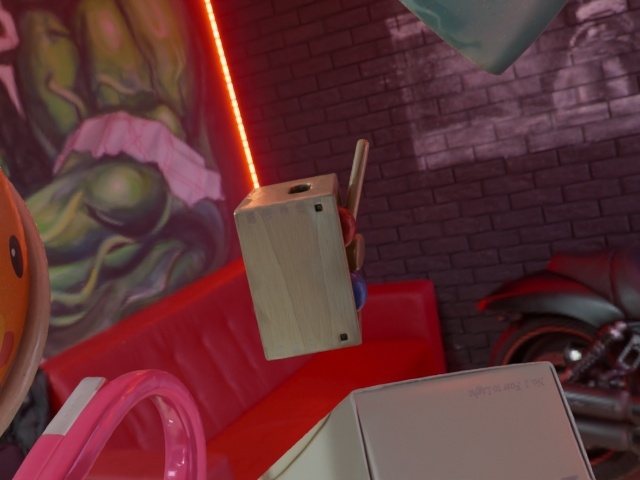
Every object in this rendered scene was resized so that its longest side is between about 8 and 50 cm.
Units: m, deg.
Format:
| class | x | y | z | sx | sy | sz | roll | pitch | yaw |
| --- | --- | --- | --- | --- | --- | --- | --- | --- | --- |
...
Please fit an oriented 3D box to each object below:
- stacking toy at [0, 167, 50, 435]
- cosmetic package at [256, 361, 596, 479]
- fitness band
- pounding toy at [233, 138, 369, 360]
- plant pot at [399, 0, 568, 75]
| class | x | y | z | sx | sy | sz | roll | pitch | yaw |
| --- | --- | --- | --- | --- | --- | --- | --- | --- | --- |
| stacking toy | -0.268 | -0.076 | 0.311 | 0.350 | 0.351 | 0.480 | -22 | -21 | -37 |
| cosmetic package | 0.059 | 0.205 | 0.618 | 0.160 | 0.113 | 0.309 | -4 | -27 | -21 |
| fitness band | -0.185 | 0.248 | 0.700 | 0.054 | 0.209 | 0.291 | -6 | 33 | 23 |
| pounding toy | 0.000 | 0.000 | 0.602 | 0.100 | 0.130 | 0.141 | -10 | 12 | 5 |
| plant pot | 0.070 | -0.259 | 0.394 | 0.195 | 0.290 | 0.290 | -42 | -1 | 23 |
